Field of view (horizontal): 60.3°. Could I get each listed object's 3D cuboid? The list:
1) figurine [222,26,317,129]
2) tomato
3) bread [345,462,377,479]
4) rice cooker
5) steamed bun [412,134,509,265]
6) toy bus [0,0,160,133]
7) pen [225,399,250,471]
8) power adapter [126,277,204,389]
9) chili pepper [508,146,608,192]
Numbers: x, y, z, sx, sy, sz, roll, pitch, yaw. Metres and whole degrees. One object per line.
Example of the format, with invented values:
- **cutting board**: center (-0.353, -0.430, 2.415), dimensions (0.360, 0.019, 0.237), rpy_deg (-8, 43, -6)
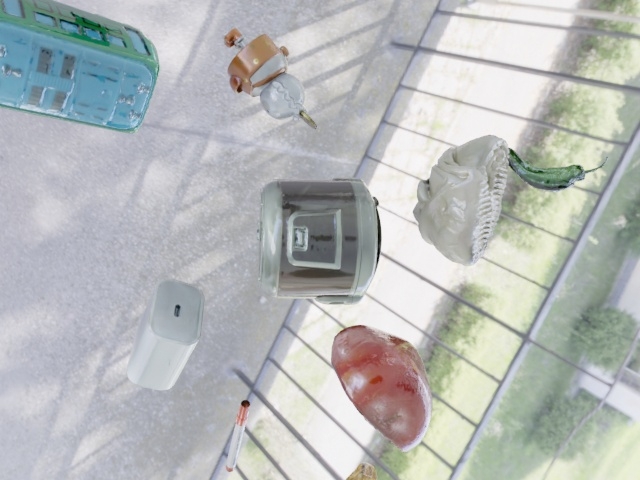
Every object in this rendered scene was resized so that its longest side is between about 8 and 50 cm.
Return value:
- **figurine**: center (-0.102, -0.348, 1.192), dimensions (0.271, 0.143, 0.143), rpy_deg (33, 88, -3)
- **tomato**: center (0.086, 0.163, 0.699), dimensions (0.082, 0.174, 0.166), rpy_deg (-37, 115, 12)
- **bread**: center (0.080, 0.509, 1.146), dimensions (0.083, 0.044, 0.110), rpy_deg (-45, 173, 4)
- **rice cooker**: center (0.000, 0.000, 1.434), dimensions (0.325, 0.335, 0.336), rpy_deg (2, 115, -9)
- **steamed bun**: center (0.368, -0.115, 1.503), dimensions (0.310, 0.219, 0.325), rpy_deg (-49, 141, -40)
- **toy bus**: center (-0.463, -0.311, 0.970), dimensions (0.343, 0.199, 0.184), rpy_deg (4, 124, -41)
- **pen**: center (-0.205, 0.487, 1.362), dimensions (0.028, 0.028, 0.239), rpy_deg (-11, 128, -39)
- **power adapter**: center (-0.379, 0.244, 1.323), dimensions (0.124, 0.187, 0.255), rpy_deg (18, 126, -19)
- **chili pepper**: center (0.640, -0.192, 1.536), dimensions (0.065, 0.278, 0.122), rpy_deg (33, 69, -79)
